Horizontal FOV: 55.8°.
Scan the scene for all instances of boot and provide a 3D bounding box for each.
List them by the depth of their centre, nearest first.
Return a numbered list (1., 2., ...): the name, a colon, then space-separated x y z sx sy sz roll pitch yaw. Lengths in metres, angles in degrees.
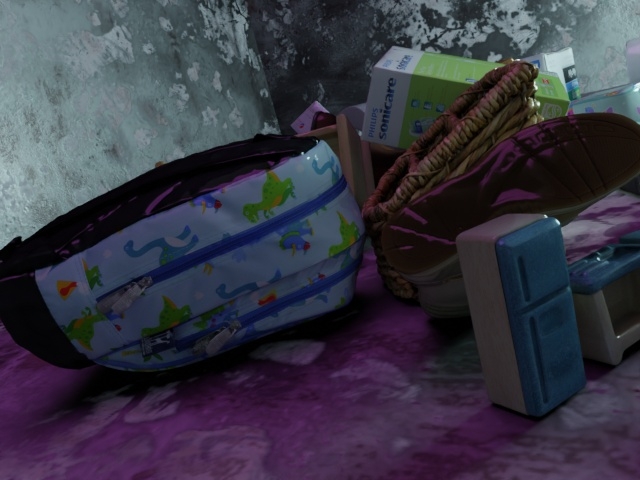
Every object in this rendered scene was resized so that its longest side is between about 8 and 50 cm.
1. boot: 0.167 -0.009 0.517 0.213 0.077 0.165 -28 -31 7
2. boot: 0.143 -0.149 1.085 0.281 0.264 0.096 2 60 29

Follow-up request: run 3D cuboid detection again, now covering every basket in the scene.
1. basket: 0.149 -0.080 0.737 0.214 0.223 0.299 -12 12 12

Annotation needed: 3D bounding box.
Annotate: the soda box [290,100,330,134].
1. soda box: 0.035 -0.184 1.235 0.074 0.216 0.069 -44 48 5

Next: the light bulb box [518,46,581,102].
1. light bulb box: 0.512 -0.380 1.706 0.361 0.225 0.358 -8 13 35

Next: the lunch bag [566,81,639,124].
1. lunch bag: 0.701 -0.300 1.368 0.279 0.107 0.224 -17 6 -20

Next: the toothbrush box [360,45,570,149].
1. toothbrush box: 0.227 -0.215 0.961 0.283 0.122 0.206 14 29 8

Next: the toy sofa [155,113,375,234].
1. toy sofa: -0.088 -0.076 1.032 0.363 0.150 0.177 -12 -18 18

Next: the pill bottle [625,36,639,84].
1. pill bottle: 0.969 -0.449 1.443 0.408 0.229 0.229 -7 14 34

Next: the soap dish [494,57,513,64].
1. soap dish: 0.332 -0.256 1.322 0.118 0.228 0.291 -17 11 -15

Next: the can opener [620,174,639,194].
1. can opener: 0.451 -0.111 0.812 0.076 0.095 0.283 -13 12 6

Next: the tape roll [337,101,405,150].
1. tape roll: 0.122 -0.233 1.511 0.072 0.219 0.219 -21 13 -26

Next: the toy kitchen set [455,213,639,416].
1. toy kitchen set: 0.226 0.025 0.379 0.207 0.122 0.166 -21 13 -28

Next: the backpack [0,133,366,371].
1. backpack: -0.127 0.007 0.689 0.356 0.273 0.290 -36 8 5
